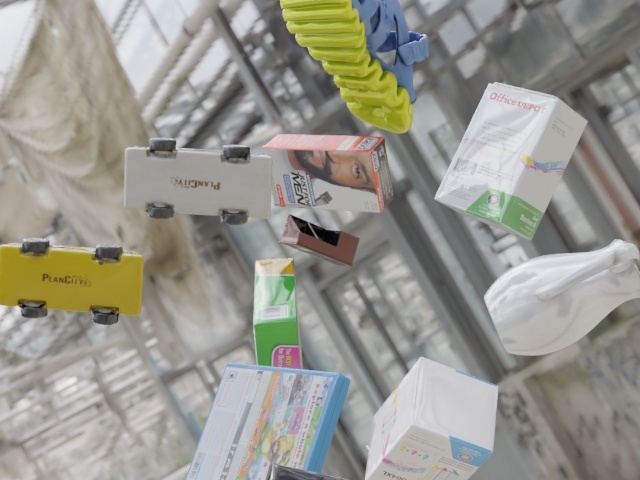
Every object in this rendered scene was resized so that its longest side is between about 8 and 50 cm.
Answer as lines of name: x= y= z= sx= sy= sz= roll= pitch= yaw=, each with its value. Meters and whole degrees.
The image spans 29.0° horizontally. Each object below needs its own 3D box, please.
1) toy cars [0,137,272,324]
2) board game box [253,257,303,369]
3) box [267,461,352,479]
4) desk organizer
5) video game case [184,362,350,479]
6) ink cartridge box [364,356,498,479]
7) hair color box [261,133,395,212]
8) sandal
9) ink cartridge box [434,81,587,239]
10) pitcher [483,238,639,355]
toy cars: x=-0.235 y=-0.016 z=1.590 sx=0.393 sy=0.176 sz=0.087 roll=-36 pitch=7 yaw=7
board game box: x=-0.060 y=0.219 z=1.951 sx=0.064 sy=0.316 sz=0.242 roll=-5 pitch=23 yaw=0
box: x=-0.042 y=0.322 z=0.768 sx=0.073 sy=0.293 sz=0.295 roll=12 pitch=-28 yaw=-3
desk organizer: x=0.000 y=0.000 z=2.020 sx=0.130 sy=0.050 sz=0.047 roll=22 pitch=-10 yaw=-39
video game case: x=-0.047 y=0.156 z=0.963 sx=0.166 sy=0.015 sz=0.119 roll=-4 pitch=63 yaw=56
ink cartridge box: x=0.111 y=0.208 z=1.295 sx=0.143 sy=0.092 sz=0.090 roll=120 pitch=167 yaw=-45
hair color box: x=0.010 y=-0.092 z=1.681 sx=0.167 sy=0.093 sz=0.053 roll=3 pitch=30 yaw=28
sandal: x=0.054 y=-0.283 z=1.633 sx=0.138 sy=0.126 sz=0.317 roll=-61 pitch=-35 yaw=-18
ink cartridge box: x=0.299 y=-0.127 z=1.942 sx=0.093 sy=0.154 sz=0.212 roll=24 pitch=-90 yaw=-42
pitcher: x=0.319 y=0.065 z=1.607 sx=0.207 sy=0.125 sz=0.178 roll=-24 pitch=-20 yaw=9
